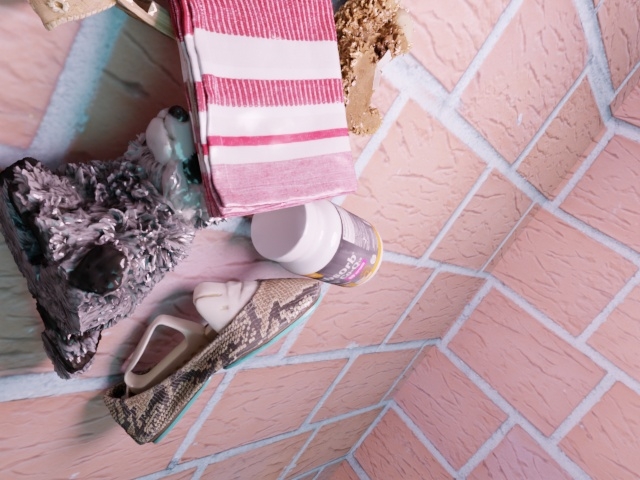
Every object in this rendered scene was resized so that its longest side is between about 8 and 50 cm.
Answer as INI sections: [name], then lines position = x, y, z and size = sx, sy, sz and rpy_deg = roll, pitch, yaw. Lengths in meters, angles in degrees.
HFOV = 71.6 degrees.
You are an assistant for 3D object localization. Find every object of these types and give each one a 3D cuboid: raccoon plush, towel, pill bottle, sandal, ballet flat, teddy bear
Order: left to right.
[sandal]
position = -0.250, -0.244, 0.451
size = 0.240, 0.088, 0.079
rpy_deg = 11, 110, -57
[raccoon plush]
position = -0.269, -0.004, 0.656
size = 0.299, 0.216, 0.446
rpy_deg = -31, 171, -42
[ballet flat]
position = -0.226, 0.193, 0.837
size = 0.482, 0.164, 0.182
rpy_deg = -40, 105, 8
[towel]
position = -0.059, -0.206, 0.564
size = 0.237, 0.037, 0.329
rpy_deg = -16, 101, -38
[pill bottle]
position = 0.000, 0.000, 0.897
size = 0.162, 0.162, 0.278
rpy_deg = -54, 145, 11
[teddy bear]
position = 0.034, -0.271, 0.733
size = 0.245, 0.113, 0.338
rpy_deg = -3, 119, -53
